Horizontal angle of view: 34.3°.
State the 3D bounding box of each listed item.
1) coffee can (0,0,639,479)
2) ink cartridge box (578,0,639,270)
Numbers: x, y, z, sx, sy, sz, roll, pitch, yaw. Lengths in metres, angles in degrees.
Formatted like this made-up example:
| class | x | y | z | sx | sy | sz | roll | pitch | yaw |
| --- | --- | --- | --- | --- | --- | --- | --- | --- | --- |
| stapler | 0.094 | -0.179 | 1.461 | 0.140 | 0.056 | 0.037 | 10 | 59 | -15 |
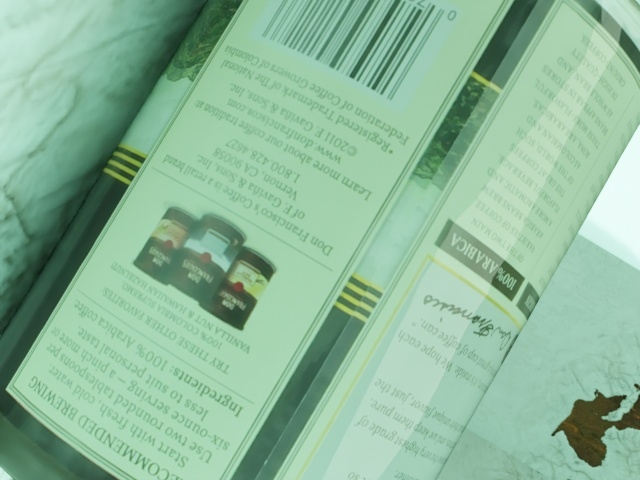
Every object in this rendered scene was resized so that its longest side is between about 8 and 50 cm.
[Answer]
| class | x | y | z | sx | sy | sz | roll | pitch | yaw |
| --- | --- | --- | --- | --- | --- | --- | --- | --- | --- |
| coffee can | 0.000 | 0.000 | 0.467 | 0.275 | 0.201 | 0.201 | -59 | 167 | -4 |
| ink cartridge box | 0.206 | -0.128 | 0.795 | 0.115 | 0.273 | 0.198 | -44 | 163 | -51 |
